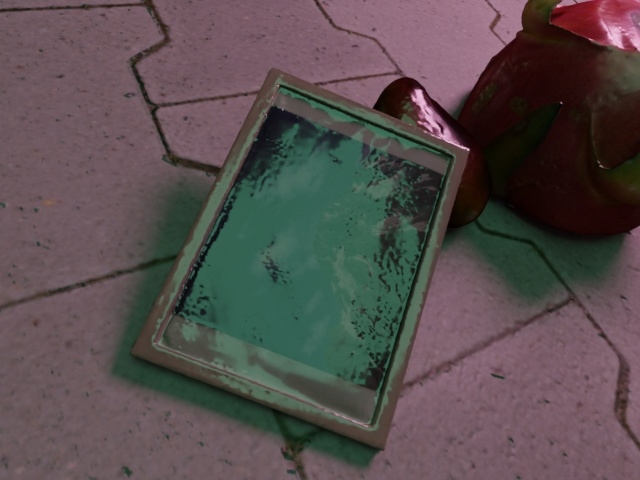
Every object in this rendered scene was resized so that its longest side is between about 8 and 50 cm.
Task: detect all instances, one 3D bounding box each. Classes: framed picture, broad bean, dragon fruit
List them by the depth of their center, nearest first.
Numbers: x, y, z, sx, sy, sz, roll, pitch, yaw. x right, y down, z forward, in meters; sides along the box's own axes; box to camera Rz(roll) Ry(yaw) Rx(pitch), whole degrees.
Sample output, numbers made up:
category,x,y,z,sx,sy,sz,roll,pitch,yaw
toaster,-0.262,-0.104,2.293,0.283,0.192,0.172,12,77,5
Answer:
category,x,y,z,sx,sy,sz,roll,pitch,yaw
framed picture,0.000,0.000,0.378,0.209,0.019,0.281,20,71,-3
broad bean,0.113,-0.089,0.473,0.114,0.084,0.165,-41,81,-14
dragon fruit,0.322,-0.154,0.509,0.291,0.189,0.290,7,57,-11
